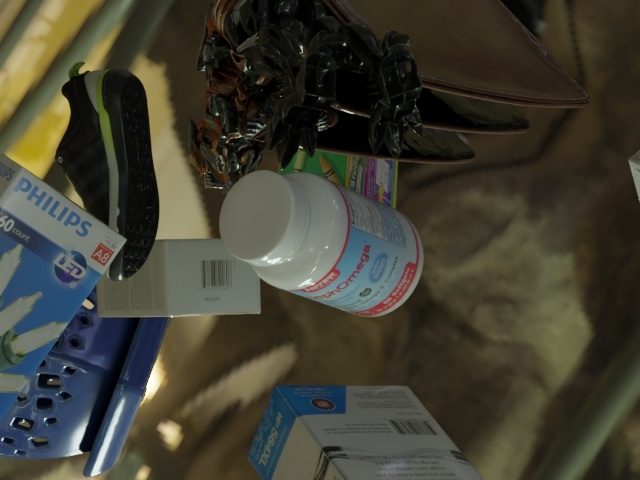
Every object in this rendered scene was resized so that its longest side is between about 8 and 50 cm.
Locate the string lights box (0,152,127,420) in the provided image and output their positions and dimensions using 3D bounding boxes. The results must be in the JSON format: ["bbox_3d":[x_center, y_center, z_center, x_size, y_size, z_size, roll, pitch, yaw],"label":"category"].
[{"bbox_3d":[-0.317,0.063,1.796,0.260,0.133,0.077,-56,-151,-3],"label":"string lights box"}]

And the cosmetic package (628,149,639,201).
[{"bbox_3d":[0.382,-0.097,1.693,0.239,0.099,0.060,-39,-141,-20],"label":"cosmetic package"}]

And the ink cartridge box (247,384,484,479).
[{"bbox_3d":[0.052,0.214,1.607,0.203,0.148,0.086,51,-53,45],"label":"ink cartridge box"}]

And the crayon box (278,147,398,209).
[{"bbox_3d":[0.023,-0.109,2.090,0.081,0.165,0.278,-2,-106,22],"label":"crayon box"}]

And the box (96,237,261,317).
[{"bbox_3d":[-0.169,0.044,2.234,0.170,0.130,0.091,-4,-92,55],"label":"box"}]

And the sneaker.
[{"bbox_3d":[-0.234,-0.074,2.035,0.084,0.097,0.235,-14,104,-66],"label":"sneaker"}]

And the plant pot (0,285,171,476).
[{"bbox_3d":[-0.327,0.155,2.497,0.236,0.212,0.236,-74,-174,-48],"label":"plant pot"}]

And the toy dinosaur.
[{"bbox_3d":[-0.038,-0.168,1.641,0.218,0.164,0.322,44,-31,37],"label":"toy dinosaur"}]

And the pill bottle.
[{"bbox_3d":[0.000,0.000,1.389,0.087,0.160,0.087,-11,-109,34],"label":"pill bottle"}]

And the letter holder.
[{"bbox_3d":[0.087,-0.149,1.845,0.214,0.302,0.152,50,-59,34],"label":"letter holder"}]
